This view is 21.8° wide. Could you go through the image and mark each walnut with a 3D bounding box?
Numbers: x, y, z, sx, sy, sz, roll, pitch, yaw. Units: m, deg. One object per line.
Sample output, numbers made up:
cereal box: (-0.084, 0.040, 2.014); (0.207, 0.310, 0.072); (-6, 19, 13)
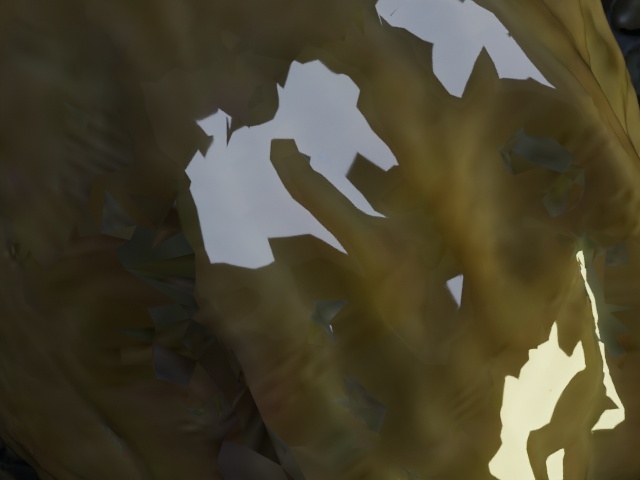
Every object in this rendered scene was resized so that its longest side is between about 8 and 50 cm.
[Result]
walnut: (0.000, 0.000, 0.497); (0.225, 0.225, 0.261); (-40, 109, -13)
